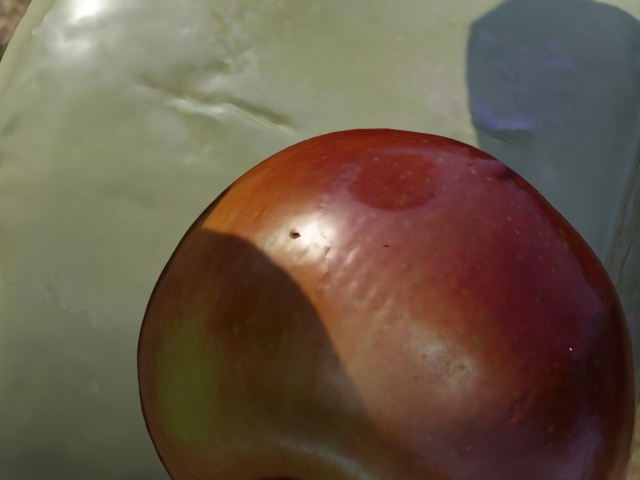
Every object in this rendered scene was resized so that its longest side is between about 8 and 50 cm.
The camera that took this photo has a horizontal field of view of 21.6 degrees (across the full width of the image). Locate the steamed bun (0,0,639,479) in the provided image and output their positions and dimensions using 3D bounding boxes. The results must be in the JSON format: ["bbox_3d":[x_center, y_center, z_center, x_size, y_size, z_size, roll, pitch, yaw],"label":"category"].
[{"bbox_3d":[0.000,0.000,0.888,0.371,0.290,0.456,14,67,14],"label":"steamed bun"}]

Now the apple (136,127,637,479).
[{"bbox_3d":[0.025,0.042,0.535,0.163,0.163,0.139,43,51,-9],"label":"apple"}]
